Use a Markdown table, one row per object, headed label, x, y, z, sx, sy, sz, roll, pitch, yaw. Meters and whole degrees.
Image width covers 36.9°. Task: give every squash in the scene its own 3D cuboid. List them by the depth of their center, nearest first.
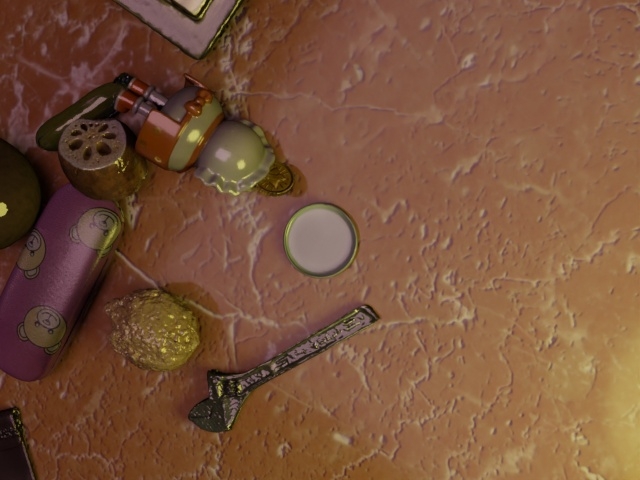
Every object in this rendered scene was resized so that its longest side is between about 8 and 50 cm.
| label | x | y | z | sx | sy | sz | roll | pitch | yaw |
| --- | --- | --- | --- | --- | --- | --- | --- | --- | --- |
| squash | -0.351 | -0.189 | 1.438 | 0.183 | 0.052 | 0.052 | -30 | 85 | 9 |

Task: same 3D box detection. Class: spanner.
| label | x | y | z | sx | sy | sz | roll | pitch | yaw |
| --- | --- | --- | --- | --- | --- | --- | --- | --- | --- |
| spanner | -0.059 | 0.183 | 1.390 | 0.325 | 0.026 | 0.093 | -30 | 86 | 12 |

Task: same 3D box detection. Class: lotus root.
| label | x | y | z | sx | sy | sz | roll | pitch | yaw |
| --- | --- | --- | --- | --- | --- | --- | --- | --- | --- |
| lotus root | -0.317 | -0.119 | 1.392 | 0.122 | 0.081 | 0.112 | 3 | 64 | 7 |

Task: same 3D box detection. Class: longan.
| label | x | y | z | sx | sy | sz | roll | pitch | yaw |
| --- | --- | --- | --- | --- | --- | --- | --- | --- | --- |
| longan | -0.502 | -0.073 | 1.419 | 0.167 | 0.167 | 0.187 | -22 | 83 | 13 |

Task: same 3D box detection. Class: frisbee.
| label | x | y | z | sx | sy | sz | roll | pitch | yaw |
| --- | --- | --- | --- | --- | --- | --- | --- | --- | --- |
| frisbee | 0.000 | 0.000 | 1.376 | 0.110 | 0.014 | 0.110 | 0 | 91 | 12 |

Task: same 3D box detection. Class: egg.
| label | x | y | z | sx | sy | sz | roll | pitch | yaw |
| --- | --- | --- | --- | --- | --- | --- | --- | --- | --- |
| egg | -0.242 | 0.127 | 1.386 | 0.140 | 0.118 | 0.116 | 38 | 117 | 18 |

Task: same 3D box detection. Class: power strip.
| label | x | y | z | sx | sy | sz | roll | pitch | yaw |
| --- | --- | --- | --- | --- | --- | --- | --- | --- | --- |
| power strip | -0.198 | -0.429 | 1.371 | 0.251 | 0.092 | 0.257 | 37 | 99 | 1 |

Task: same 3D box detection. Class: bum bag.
| label | x | y | z | sx | sy | sz | roll | pitch | yaw |
| --- | --- | --- | --- | --- | --- | --- | --- | --- | --- |
| bum bag | -0.503 | 0.348 | 1.502 | 0.109 | 0.026 | 0.159 | -18 | 88 | 13 |

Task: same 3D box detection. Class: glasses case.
| label | x | y | z | sx | sy | sz | roll | pitch | yaw |
| --- | --- | --- | --- | --- | --- | --- | --- | --- | --- |
| glasses case | -0.400 | 0.063 | 1.441 | 0.123 | 0.076 | 0.316 | 30 | 98 | 13 |

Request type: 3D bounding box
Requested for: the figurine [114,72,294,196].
| label | x | y | z | sx | sy | sz | roll | pitch | yaw |
| --- | --- | --- | --- | --- | --- | --- | --- | --- | --- |
| figurine | -0.160 | -0.146 | 1.352 | 0.271 | 0.143 | 0.143 | 21 | 97 | 13 |
